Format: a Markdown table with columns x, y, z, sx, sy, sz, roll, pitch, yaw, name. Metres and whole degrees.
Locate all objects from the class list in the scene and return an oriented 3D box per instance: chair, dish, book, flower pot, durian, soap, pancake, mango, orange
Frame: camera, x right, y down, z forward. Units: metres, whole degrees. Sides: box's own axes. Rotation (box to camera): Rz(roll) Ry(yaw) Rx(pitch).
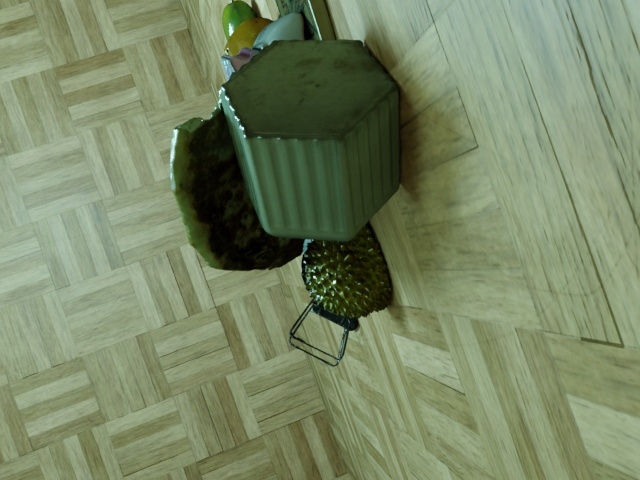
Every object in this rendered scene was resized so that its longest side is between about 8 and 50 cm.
| x | y | z | sx | sy | sz | roll | pitch | yaw | name |
| --- | --- | --- | --- | --- | --- | --- | --- | --- | --- |
| 0.028 | 0.184 | 1.692 | 0.145 | 0.221 | 0.140 | 26 | 162 | 4 | chair |
| -0.068 | -0.300 | 1.153 | 0.212 | 0.077 | 0.151 | -138 | 28 | -71 | dish |
| -0.029 | -0.367 | 1.108 | 0.231 | 0.026 | 0.161 | -148 | 39 | -75 | book |
| -0.010 | -0.138 | 0.912 | 0.190 | 0.209 | 0.239 | 82 | 166 | -51 | flower pot |
| 0.029 | 0.036 | 1.266 | 0.193 | 0.137 | 0.237 | 87 | 162 | -59 | durian |
| -0.116 | -0.261 | 1.107 | 0.149 | 0.056 | 0.100 | -133 | 22 | -64 | soap |
| -0.112 | -0.094 | 1.074 | 0.066 | 0.305 | 0.426 | 26 | -176 | 29 | pancake |
| -0.177 | -0.464 | 1.561 | 0.122 | 0.085 | 0.191 | -124 | 17 | -44 | mango |
| -0.122 | -0.362 | 1.325 | 0.154 | 0.134 | 0.155 | 167 | 90 | -78 | orange |

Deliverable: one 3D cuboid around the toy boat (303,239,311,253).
| x | y | z | sx | sy | sz | roll | pitch | yaw | name |
| --- | --- | --- | --- | --- | --- | --- | --- | --- | --- |
| 0.000 | 0.000 | 1.516 | 0.320 | 0.092 | 0.141 | 65 | 171 | -13 | toy boat |
